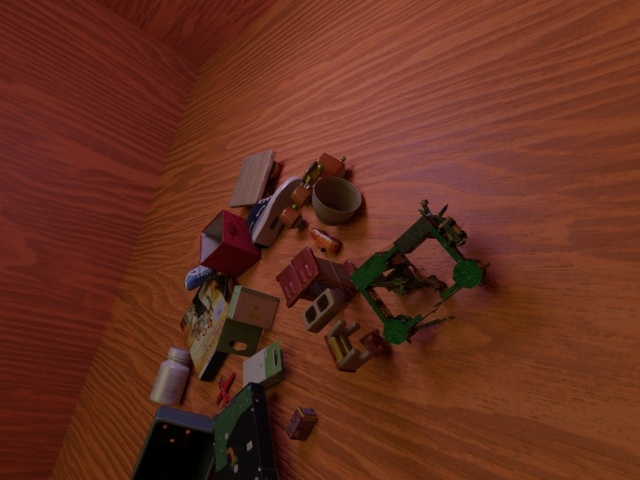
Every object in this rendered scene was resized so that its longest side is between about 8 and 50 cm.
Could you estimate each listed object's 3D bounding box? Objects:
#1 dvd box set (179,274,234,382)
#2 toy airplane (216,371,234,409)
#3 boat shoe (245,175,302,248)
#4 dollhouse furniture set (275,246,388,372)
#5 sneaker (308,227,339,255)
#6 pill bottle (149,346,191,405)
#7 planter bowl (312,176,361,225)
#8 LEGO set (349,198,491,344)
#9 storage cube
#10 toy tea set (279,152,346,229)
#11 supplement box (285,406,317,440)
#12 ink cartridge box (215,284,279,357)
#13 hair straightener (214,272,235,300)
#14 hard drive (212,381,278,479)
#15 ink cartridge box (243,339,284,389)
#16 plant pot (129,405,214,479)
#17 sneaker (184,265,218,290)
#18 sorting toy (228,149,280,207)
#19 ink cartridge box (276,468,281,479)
[{"bbox_3d":[-0.482,0.360,1.883,0.308,0.062,0.420,-59,36,8],"label":"dvd box set"},{"bbox_3d":[-0.364,0.577,1.635,0.151,0.028,0.151,-29,50,42],"label":"toy airplane"},{"bbox_3d":[-0.194,-0.143,1.748,0.340,0.127,0.158,-54,45,17],"label":"boat shoe"},{"bbox_3d":[0.041,0.208,1.201,0.152,0.201,0.374,-47,46,23],"label":"dollhouse furniture set"},{"bbox_3d":[0.000,0.000,1.480,0.175,0.064,0.067,39,112,56],"label":"sneaker"},{"bbox_3d":[-0.648,0.595,1.900,0.131,0.131,0.229,-1,69,52],"label":"pill bottle"},{"bbox_3d":[0.041,-0.117,1.431,0.109,0.162,0.162,113,155,-47],"label":"planter bowl"},{"bbox_3d":[0.250,0.084,1.062,0.255,0.192,0.331,46,113,22],"label":"LEGO set"},{"bbox_3d":[-0.383,0.018,1.844,0.215,0.193,0.184,-38,44,32],"label":"storage cube"},{"bbox_3d":[-0.020,-0.163,1.561,0.200,0.124,0.336,-52,-2,-45],"label":"toy tea set"},{"bbox_3d":[-0.055,0.529,1.247,0.083,0.055,0.043,-62,34,4],"label":"supplement box"},{"bbox_3d":[-0.258,0.295,1.542,0.056,0.171,0.235,-2,69,51],"label":"ink cartridge box"},{"bbox_3d":[-0.416,0.181,1.865,0.230,0.089,0.047,-116,22,-54],"label":"hair straightener"},{"bbox_3d":[-0.236,0.640,1.310,0.237,0.064,0.339,-47,38,23],"label":"hard drive"},{"bbox_3d":[-0.178,0.428,1.455,0.209,0.062,0.109,-38,44,33],"label":"ink cartridge box"},{"bbox_3d":[-0.524,0.741,1.574,0.248,0.247,0.252,-70,19,-6],"label":"plant pot"},{"bbox_3d":[-0.521,0.147,1.939,0.211,0.080,0.081,-46,35,-20],"label":"sneaker"},{"bbox_3d":[-0.289,-0.263,1.976,0.255,0.089,0.257,1,71,52],"label":"sorting toy"},{"bbox_3d":[-0.182,0.706,1.304,0.099,0.056,0.135,-56,36,11],"label":"ink cartridge box"}]
